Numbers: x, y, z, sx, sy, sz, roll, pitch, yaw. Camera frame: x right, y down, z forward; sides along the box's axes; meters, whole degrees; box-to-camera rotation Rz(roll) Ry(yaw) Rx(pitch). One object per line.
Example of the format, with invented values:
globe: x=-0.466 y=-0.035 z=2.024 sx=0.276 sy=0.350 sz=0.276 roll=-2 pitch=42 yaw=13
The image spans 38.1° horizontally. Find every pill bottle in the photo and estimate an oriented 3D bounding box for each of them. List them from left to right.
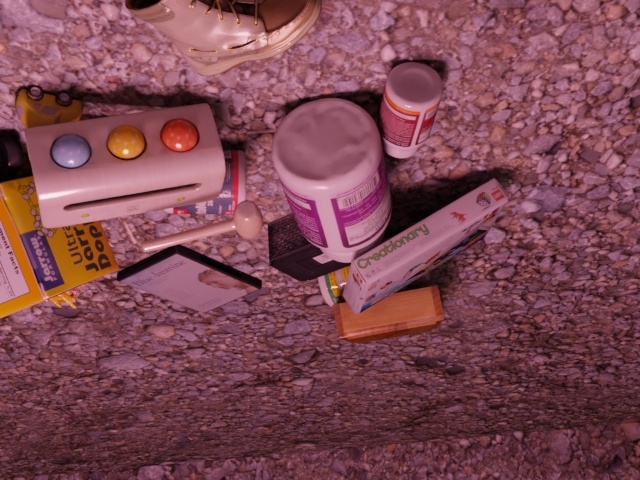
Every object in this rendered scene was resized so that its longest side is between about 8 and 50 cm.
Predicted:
pill bottle: x=-0.214 y=-0.096 z=1.517 sx=0.180 sy=0.108 sz=0.108 roll=0 pitch=152 yaw=-8
pill bottle: x=0.029 y=-0.083 z=1.513 sx=0.169 sy=0.169 sz=0.301 roll=-8 pitch=152 yaw=6
pill bottle: x=0.107 y=0.058 z=1.844 sx=0.208 sy=0.118 sz=0.117 roll=-13 pitch=151 yaw=14
pill bottle: x=0.131 y=-0.193 z=1.408 sx=0.086 sy=0.086 sz=0.152 roll=-1 pitch=152 yaw=-6

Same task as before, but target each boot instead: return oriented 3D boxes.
boot: x=-0.123 y=-0.299 z=1.181 sx=0.213 sy=0.077 sz=0.165 roll=-17 pitch=148 yaw=28

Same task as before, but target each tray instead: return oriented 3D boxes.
tray: x=0.147 y=0.164 z=1.944 sx=0.202 sy=0.076 sz=0.411 roll=-11 pitch=171 yaw=4

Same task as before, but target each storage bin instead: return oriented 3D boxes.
storage bin: x=0.000 y=0.000 z=1.756 sx=0.180 sy=0.084 sz=0.122 roll=-21 pitch=148 yaw=30

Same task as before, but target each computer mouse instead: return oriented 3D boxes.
computer mouse: x=-0.549 y=-0.103 z=1.505 sx=0.242 sy=0.071 sz=0.041 roll=-24 pitch=172 yaw=37

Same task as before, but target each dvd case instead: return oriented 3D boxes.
dvd case: x=-0.271 y=0.085 z=1.941 sx=0.180 sy=0.022 sz=0.253 roll=-24 pitch=146 yaw=32

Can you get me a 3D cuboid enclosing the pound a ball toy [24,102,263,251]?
pound a ball toy: x=-0.254 y=-0.091 z=1.365 sx=0.319 sy=0.208 sz=0.136 roll=-10 pitch=156 yaw=-17

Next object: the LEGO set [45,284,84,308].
LEGO set: x=-0.497 y=0.052 z=1.806 sx=0.132 sy=0.107 sz=0.287 roll=31 pitch=156 yaw=7

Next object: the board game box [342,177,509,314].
board game box: x=0.185 y=0.014 z=1.673 sx=0.305 sy=0.053 sz=0.193 roll=-30 pitch=164 yaw=-14

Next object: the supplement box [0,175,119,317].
supplement box: x=-0.555 y=0.035 z=1.550 sx=0.356 sy=0.194 sz=0.195 roll=-20 pitch=-176 yaw=27

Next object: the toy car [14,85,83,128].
toy car: x=-0.485 y=-0.206 z=1.325 sx=0.239 sy=0.053 sz=0.225 roll=-8 pitch=152 yaw=6
